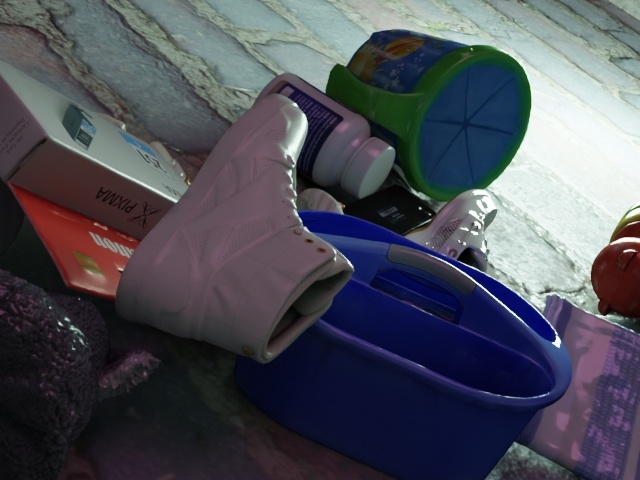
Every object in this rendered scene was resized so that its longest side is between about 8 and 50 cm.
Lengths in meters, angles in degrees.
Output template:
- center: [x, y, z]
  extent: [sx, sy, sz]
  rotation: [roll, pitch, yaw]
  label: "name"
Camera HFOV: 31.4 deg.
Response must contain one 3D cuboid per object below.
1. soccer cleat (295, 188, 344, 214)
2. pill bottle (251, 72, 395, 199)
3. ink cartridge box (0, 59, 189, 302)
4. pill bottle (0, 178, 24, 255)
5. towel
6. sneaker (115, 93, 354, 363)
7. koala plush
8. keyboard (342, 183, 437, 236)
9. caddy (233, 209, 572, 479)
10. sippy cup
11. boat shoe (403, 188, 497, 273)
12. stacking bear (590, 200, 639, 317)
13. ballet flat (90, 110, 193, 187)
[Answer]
- center: [0.000, 0.000, 1.356]
  extent: [0.076, 0.068, 0.196]
  rotation: [4, 36, -28]
  label: "soccer cleat"
- center: [0.003, -0.137, 1.545]
  extent: [0.187, 0.112, 0.112]
  rotation: [35, 29, 20]
  label: "pill bottle"
- center: [-0.195, -0.035, 1.106]
  extent: [0.261, 0.066, 0.296]
  rotation: [49, 10, 28]
  label: "ink cartridge box"
- center: [-0.402, -0.081, 1.102]
  extent: [0.136, 0.136, 0.246]
  rotation: [-7, 41, -45]
  label: "pill bottle"
- center: [0.354, 0.192, 1.251]
  extent: [0.285, 0.034, 0.209]
  rotation: [26, 51, 1]
  label: "towel"
- center: [-0.038, -0.009, 1.031]
  extent: [0.169, 0.108, 0.292]
  rotation: [20, 51, 15]
  label: "sneaker"
- center: [-0.230, 0.101, 0.890]
  extent: [0.196, 0.203, 0.221]
  rotation: [28, 16, 6]
  label: "koala plush"
- center: [0.099, -0.021, 1.511]
  extent: [0.108, 0.023, 0.180]
  rotation: [38, 31, 17]
  label: "keyboard"
- center: [0.079, 0.090, 1.136]
  extent: [0.341, 0.179, 0.241]
  rotation: [24, 27, 0]
  label: "caddy"
- center: [0.154, -0.206, 1.690]
  extent: [0.224, 0.240, 0.305]
  rotation: [37, -10, 44]
  label: "sippy cup"
- center: [0.164, 0.021, 1.419]
  extent: [0.096, 0.098, 0.277]
  rotation: [34, 38, 17]
  label: "boat shoe"
- center: [0.482, 0.022, 1.607]
  extent: [0.164, 0.175, 0.289]
  rotation: [39, 38, 22]
  label: "stacking bear"
- center: [-0.228, -0.095, 1.333]
  extent: [0.232, 0.073, 0.080]
  rotation: [25, 28, 1]
  label: "ballet flat"
